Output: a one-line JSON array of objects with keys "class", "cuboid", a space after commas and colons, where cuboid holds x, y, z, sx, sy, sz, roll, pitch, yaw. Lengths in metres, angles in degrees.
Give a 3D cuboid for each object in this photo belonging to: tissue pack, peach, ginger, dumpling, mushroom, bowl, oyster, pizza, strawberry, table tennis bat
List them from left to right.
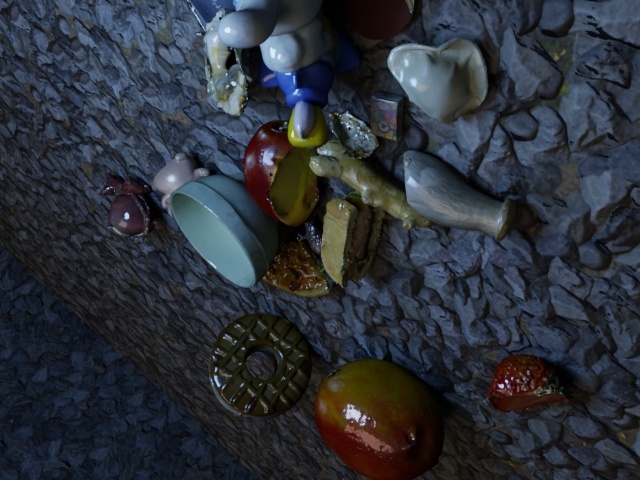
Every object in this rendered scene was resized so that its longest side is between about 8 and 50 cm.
[{"class": "bowl", "cuboid": [-0.221, -0.040, 1.404, 0.307, 0.163, 0.307, 38, 153, 23]}, {"class": "oyster", "cuboid": [-0.181, -0.372, 1.150, 0.354, 0.107, 0.201, -143, 44, -60]}, {"class": "peach", "cuboid": [-0.097, -0.149, 1.280, 0.154, 0.158, 0.267, 47, 156, 34]}, {"class": "pizza", "cuboid": [-0.108, 0.052, 1.534, 0.335, 0.086, 0.226, 23, 138, 29]}, {"class": "oyster", "cuboid": [0.068, -0.224, 1.153, 0.029, 0.086, 0.132, 61, -169, -71]}, {"class": "ginger", "cuboid": [0.120, -0.115, 1.164, 0.298, 0.118, 0.065, 32, 146, 5]}, {"class": "peach", "cuboid": [0.164, 0.482, 1.496, 0.372, 0.290, 0.373, 33, 148, 24]}, {"class": "tissue pack", "cuboid": [0.130, -0.243, 1.085, 0.063, 0.035, 0.083, 23, 135, 27]}, {"class": "table tennis bat", "cuboid": [0.123, -0.422, 0.945, 0.220, 0.019, 0.130, -7, 118, 48]}, {"class": "dumpling", "cuboid": [0.206, -0.281, 0.933, 0.169, 0.100, 0.134, 49, 130, -7]}, {"class": "mushroom", "cuboid": [0.252, -0.079, 1.074, 0.247, 0.108, 0.096, 32, -179, 21]}, {"class": "strawberry", "cuboid": [0.449, 0.312, 1.245, 0.175, 0.107, 0.236, 17, 151, -25]}]

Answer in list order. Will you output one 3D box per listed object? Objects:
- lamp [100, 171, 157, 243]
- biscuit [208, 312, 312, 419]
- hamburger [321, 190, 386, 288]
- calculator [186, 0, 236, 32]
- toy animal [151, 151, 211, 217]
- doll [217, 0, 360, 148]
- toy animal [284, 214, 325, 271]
[{"class": "lamp", "cuboid": [-0.624, -0.103, 1.838, 0.215, 0.151, 0.223, 5, 84, 33]}, {"class": "biscuit", "cuboid": [-0.181, 0.380, 1.705, 0.332, 0.332, 0.103, 42, 147, 5]}, {"class": "hamburger", "cuboid": [0.069, -0.011, 1.296, 0.131, 0.124, 0.262, 43, 142, 35]}, {"class": "calculator", "cuboid": [-0.194, -0.527, 1.139, 0.274, 0.028, 0.166, -11, 119, 49]}, {"class": "toy animal", "cuboid": [-0.364, -0.129, 1.548, 0.198, 0.171, 0.171, 50, 142, 1]}, {"class": "doll", "cuboid": [-0.060, -0.364, 0.973, 0.187, 0.376, 0.366, 14, 152, 26]}, {"class": "toy animal", "cuboid": [-0.009, 0.003, 1.411, 0.202, 0.070, 0.105, 44, 123, 9]}]
